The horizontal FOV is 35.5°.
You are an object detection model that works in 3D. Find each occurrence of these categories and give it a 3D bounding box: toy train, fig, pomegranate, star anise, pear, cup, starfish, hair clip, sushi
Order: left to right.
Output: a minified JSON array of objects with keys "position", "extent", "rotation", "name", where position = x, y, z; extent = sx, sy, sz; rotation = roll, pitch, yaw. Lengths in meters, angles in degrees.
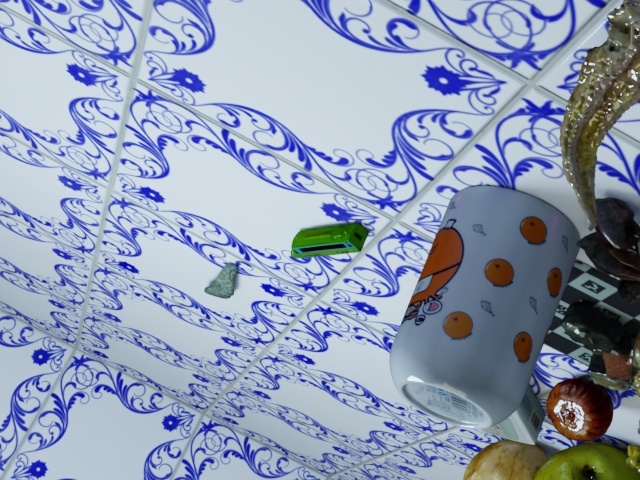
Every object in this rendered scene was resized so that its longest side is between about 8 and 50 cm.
[{"position":[-0.222,0.102,2.270],"extent":[0.066,0.036,0.229],"rotation":[22,157,-7],"name":"hair clip"},{"position":[0.000,0.000,1.837],"extent":[0.042,0.044,0.209],"rotation":[40,152,-29],"name":"toy train"},{"position":[0.240,0.107,1.488],"extent":[0.212,0.317,0.212],"rotation":[20,155,10],"name":"cup"},{"position":[0.453,0.587,2.356],"extent":[0.248,0.248,0.248],"rotation":[21,156,10],"name":"pomegranate"},{"position":[0.513,0.324,1.916],"extent":[0.150,0.128,0.128],"rotation":[2,159,-13],"name":"fig"},{"position":[0.591,0.570,2.138],"extent":[0.294,0.294,0.294],"rotation":[21,156,10],"name":"pear"},{"position":[0.510,0.194,1.710],"extent":[0.359,0.064,0.343],"rotation":[28,156,-2],"name":"sushi"},{"position":[0.476,0.033,1.359],"extent":[0.282,0.129,0.212],"rotation":[11,147,48],"name":"star anise"},{"position":[0.384,-0.168,1.032],"extent":[0.383,0.132,0.398],"rotation":[18,142,-1],"name":"starfish"}]

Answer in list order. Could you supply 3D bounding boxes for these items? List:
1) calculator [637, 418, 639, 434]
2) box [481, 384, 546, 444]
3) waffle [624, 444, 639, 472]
[{"position":[0.753,0.407,1.928],"extent":[0.294,0.043,0.194],"rotation":[8,151,38],"name":"calculator"},{"position":[0.372,0.330,2.099],"extent":[0.135,0.079,0.269],"rotation":[9,151,32],"name":"box"},{"position":[0.768,0.495,1.971],"extent":[0.259,0.069,0.293],"rotation":[34,163,-26],"name":"waffle"}]
